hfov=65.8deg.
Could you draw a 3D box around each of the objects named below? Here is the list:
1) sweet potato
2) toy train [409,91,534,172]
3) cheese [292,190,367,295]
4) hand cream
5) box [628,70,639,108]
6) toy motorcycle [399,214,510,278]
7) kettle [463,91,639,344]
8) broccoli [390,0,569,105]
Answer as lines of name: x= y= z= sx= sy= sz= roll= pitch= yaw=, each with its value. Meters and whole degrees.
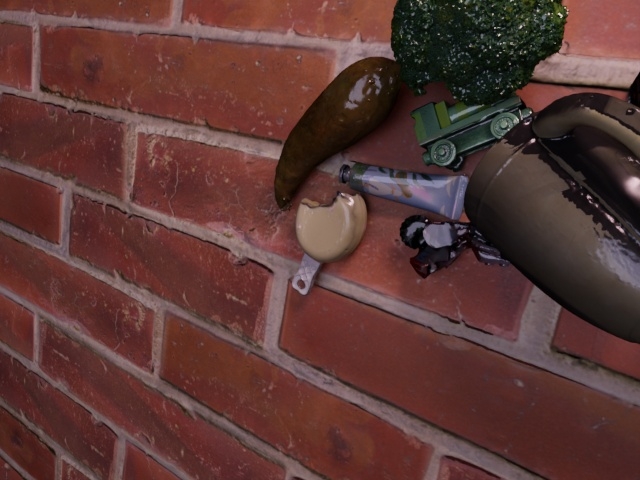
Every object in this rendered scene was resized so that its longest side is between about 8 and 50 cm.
sweet potato: x=0.012 y=-0.218 z=1.003 sx=0.422 sy=0.130 sz=0.131 roll=-40 pitch=76 yaw=37
toy train: x=0.264 y=-0.205 z=0.869 sx=0.200 sy=0.083 sz=0.132 roll=-20 pitch=78 yaw=28
cheese: x=0.015 y=0.012 z=1.063 sx=0.163 sy=0.070 sz=0.249 roll=13 pitch=104 yaw=31
hand cream: x=0.158 y=-0.110 z=0.973 sx=0.255 sy=0.055 sz=0.088 roll=15 pitch=110 yaw=23
box: x=0.464 y=-0.181 z=0.660 sx=0.068 sy=0.224 sz=0.120 roll=-8 pitch=95 yaw=27
toy motorcycle: x=0.247 y=0.015 z=0.911 sx=0.213 sy=0.082 sz=0.123 roll=3 pitch=101 yaw=29
kettle: x=0.376 y=-0.031 z=0.641 sx=0.321 sy=0.228 sz=0.324 roll=75 pitch=167 yaw=-49
broccoli: x=0.240 y=-0.348 z=0.771 sx=0.261 sy=0.241 sz=0.270 roll=-4 pitch=99 yaw=24
